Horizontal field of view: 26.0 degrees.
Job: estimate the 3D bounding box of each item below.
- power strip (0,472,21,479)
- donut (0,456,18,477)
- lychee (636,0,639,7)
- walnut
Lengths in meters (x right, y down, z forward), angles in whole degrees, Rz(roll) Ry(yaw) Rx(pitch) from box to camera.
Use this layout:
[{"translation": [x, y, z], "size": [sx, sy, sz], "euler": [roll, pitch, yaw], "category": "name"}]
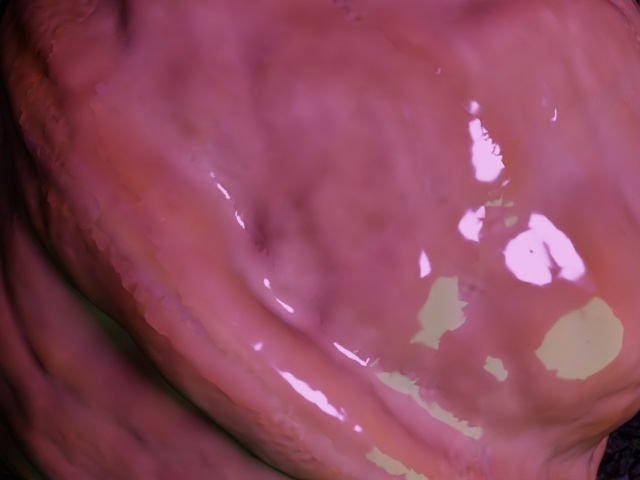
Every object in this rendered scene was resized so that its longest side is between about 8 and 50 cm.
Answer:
[{"translation": [-0.148, 0.152, 0.666], "size": [0.268, 0.034, 0.092], "euler": [22, 126, -32], "category": "power strip"}, {"translation": [-0.066, 0.072, 0.758], "size": [0.253, 0.118, 0.253], "euler": [-25, 147, -18], "category": "donut"}, {"translation": [0.258, -0.079, 0.832], "size": [0.306, 0.306, 0.330], "euler": [-25, 158, -45], "category": "lychee"}, {"translation": [0.000, 0.000, 0.516], "size": [0.296, 0.285, 0.285], "euler": [-48, 161, 23], "category": "walnut"}]
